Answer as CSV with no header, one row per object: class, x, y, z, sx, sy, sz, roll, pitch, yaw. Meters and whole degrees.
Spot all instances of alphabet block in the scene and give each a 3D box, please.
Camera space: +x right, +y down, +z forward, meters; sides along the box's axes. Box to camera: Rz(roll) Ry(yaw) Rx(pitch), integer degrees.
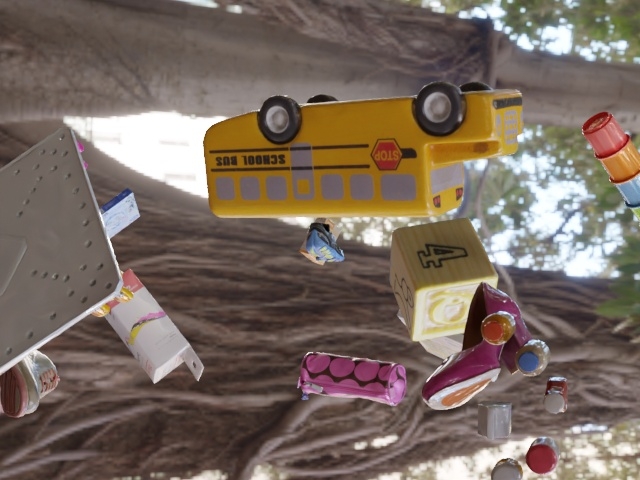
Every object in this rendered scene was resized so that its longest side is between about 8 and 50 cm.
alphabet block,0.276,0.088,1.992,0.192,0.193,0.197,87,-10,-46

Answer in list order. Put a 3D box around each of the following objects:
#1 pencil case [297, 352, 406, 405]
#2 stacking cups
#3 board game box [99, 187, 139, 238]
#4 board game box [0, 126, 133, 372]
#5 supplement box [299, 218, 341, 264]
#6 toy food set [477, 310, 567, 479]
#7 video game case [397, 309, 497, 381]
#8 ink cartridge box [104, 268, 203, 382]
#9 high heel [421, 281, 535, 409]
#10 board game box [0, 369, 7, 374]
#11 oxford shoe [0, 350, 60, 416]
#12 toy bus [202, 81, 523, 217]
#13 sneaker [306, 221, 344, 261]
pencil case,0.062,0.280,1.731,0.098,0.209,0.095,-13,104,-69
stacking cups,0.617,-0.110,1.685,0.096,0.316,0.096,-36,-159,17
board game box,-0.420,-0.053,1.788,0.020,0.090,0.090,41,-24,22
board game box,-0.501,0.051,1.360,0.050,0.390,0.390,50,8,-50
supplement box,0.000,0.000,2.060,0.036,0.062,0.098,16,-106,45
toy food set,0.252,0.209,1.094,0.104,0.111,0.232,5,87,-71
video game case,0.324,0.266,2.212,0.227,0.206,0.026,21,-110,42
ink cartridge box,-0.274,0.155,1.391,0.198,0.067,0.115,50,-22,9
high heel,0.255,0.182,1.559,0.127,0.377,0.181,-47,-112,29
board game box,-0.555,0.185,1.667,0.045,0.193,0.147,55,-14,-8
oxford shoe,-0.634,0.296,1.900,0.348,0.130,0.123,-156,-107,-64
toy bus,0.039,-0.092,0.911,0.333,0.108,0.130,1,-80,29
sneaker,0.012,0.004,1.906,0.188,0.067,0.078,46,44,-71
